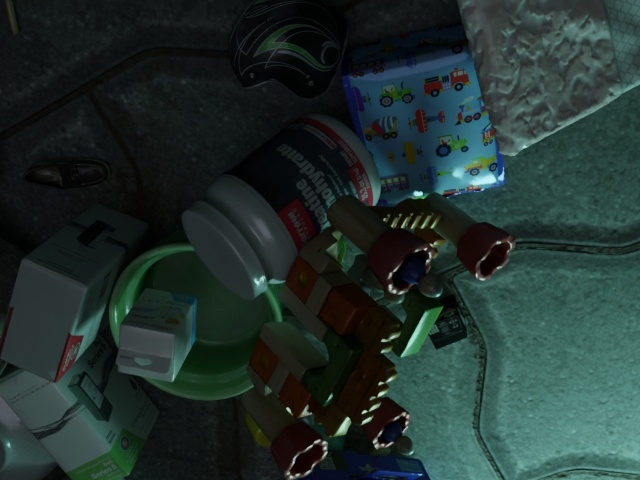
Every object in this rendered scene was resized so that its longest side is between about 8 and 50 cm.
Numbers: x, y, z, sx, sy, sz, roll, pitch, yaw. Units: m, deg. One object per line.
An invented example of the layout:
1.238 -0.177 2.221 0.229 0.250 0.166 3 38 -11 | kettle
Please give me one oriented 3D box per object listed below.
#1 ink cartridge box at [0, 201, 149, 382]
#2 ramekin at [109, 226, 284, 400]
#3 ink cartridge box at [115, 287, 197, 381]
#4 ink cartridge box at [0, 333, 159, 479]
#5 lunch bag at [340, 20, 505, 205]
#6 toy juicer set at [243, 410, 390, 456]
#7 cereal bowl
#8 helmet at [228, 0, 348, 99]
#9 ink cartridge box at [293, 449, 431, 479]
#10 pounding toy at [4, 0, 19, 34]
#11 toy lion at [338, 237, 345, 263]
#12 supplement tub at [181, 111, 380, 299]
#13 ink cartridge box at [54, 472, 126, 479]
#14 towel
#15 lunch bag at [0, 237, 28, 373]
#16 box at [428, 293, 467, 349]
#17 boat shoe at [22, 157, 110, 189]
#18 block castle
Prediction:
-0.413 0.078 1.313 0.114 0.273 0.197 25 114 0 | ink cartridge box
-0.205 0.117 1.369 0.303 0.148 0.304 3 113 6 | ramekin
-0.261 0.153 1.231 0.092 0.143 0.090 9 114 3 | ink cartridge box
-0.449 0.300 1.449 0.114 0.198 0.273 -27 108 17 | ink cartridge box
0.170 -0.173 1.225 0.220 0.138 0.293 -11 120 8 | lunch bag
0.018 0.378 1.498 0.209 0.089 0.329 -37 122 3 | toy juicer set
-0.670 0.371 1.540 0.338 0.141 0.339 2 112 6 | cereal bowl
-0.056 -0.301 1.169 0.161 0.169 0.169 17 115 -18 | helmet
0.054 0.552 1.474 0.269 0.151 0.396 13 116 -25 | ink cartridge box
-0.578 -0.385 1.231 0.181 0.094 0.206 43 112 -11 | pounding toy
0.000 0.000 1.362 0.100 0.034 0.096 22 106 -3 | toy lion
-0.057 -0.056 1.194 0.272 0.191 0.191 -40 108 -23 | supplement tub
-0.557 0.604 1.584 0.289 0.211 0.121 -35 105 19 | ink cartridge box
0.341 -0.331 1.087 0.316 0.053 0.332 -26 110 -16 | towel
-0.628 0.110 1.334 0.235 0.287 0.169 37 147 -22 | lunch bag
0.221 0.144 1.364 0.062 0.083 0.052 -24 107 16 | box
-0.448 -0.112 1.355 0.152 0.049 0.056 -4 112 8 | boat shoe
0.093 0.157 1.200 0.213 0.303 0.453 44 121 34 | block castle
